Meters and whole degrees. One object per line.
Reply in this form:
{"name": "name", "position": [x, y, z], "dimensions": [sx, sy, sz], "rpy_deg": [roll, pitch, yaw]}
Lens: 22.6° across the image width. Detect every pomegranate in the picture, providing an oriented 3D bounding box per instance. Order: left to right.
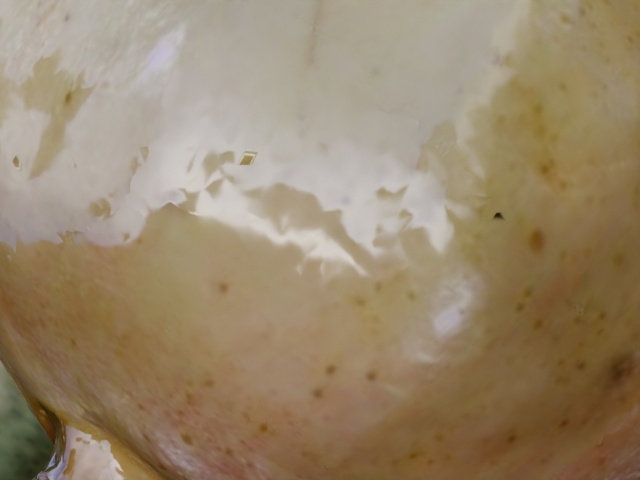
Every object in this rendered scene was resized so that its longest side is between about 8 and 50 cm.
{"name": "pomegranate", "position": [0.000, 0.000, 0.608], "dimensions": [0.338, 0.338, 0.338], "rpy_deg": [-46, 18, 20]}
